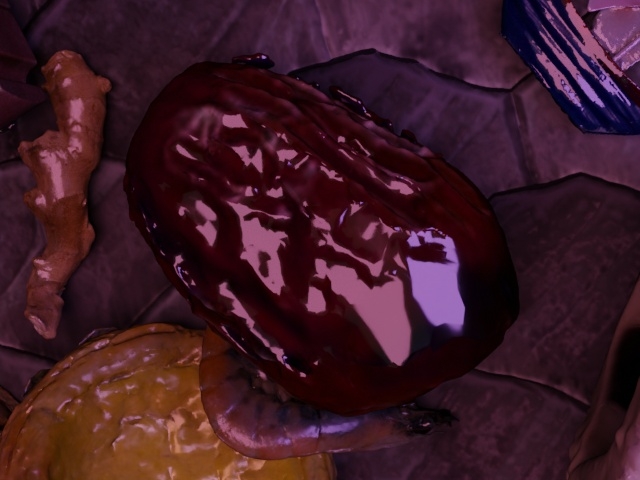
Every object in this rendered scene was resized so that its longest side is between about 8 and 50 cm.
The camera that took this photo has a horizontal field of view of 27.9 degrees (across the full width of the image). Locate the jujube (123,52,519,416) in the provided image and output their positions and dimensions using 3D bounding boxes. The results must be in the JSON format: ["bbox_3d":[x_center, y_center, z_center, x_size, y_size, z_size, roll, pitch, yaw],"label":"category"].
[{"bbox_3d":[0.000,0.000,1.173,0.377,0.258,0.258,38,104,14],"label":"jujube"}]

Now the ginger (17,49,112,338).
[{"bbox_3d":[-0.264,-0.046,1.293,0.089,0.075,0.288,9,97,-16],"label":"ginger"}]

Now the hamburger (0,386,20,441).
[{"bbox_3d":[-0.448,0.151,1.333,0.262,0.124,0.131,38,104,2],"label":"hamburger"}]

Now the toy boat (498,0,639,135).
[{"bbox_3d":[0.289,-0.250,1.164,0.219,0.072,0.318,28,100,1],"label":"toy boat"}]

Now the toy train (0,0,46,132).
[{"bbox_3d":[-0.432,-0.167,1.250,0.304,0.150,0.221,-29,85,12],"label":"toy train"}]

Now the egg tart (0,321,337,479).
[{"bbox_3d":[-0.154,0.246,1.242,0.345,0.345,0.132,41,142,1],"label":"egg tart"}]

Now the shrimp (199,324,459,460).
[{"bbox_3d":[0.009,0.116,1.268,0.262,0.051,0.198,1,69,-16],"label":"shrimp"}]

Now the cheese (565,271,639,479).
[{"bbox_3d":[0.325,0.116,1.078,0.153,0.332,0.292,23,142,8],"label":"cheese"}]
